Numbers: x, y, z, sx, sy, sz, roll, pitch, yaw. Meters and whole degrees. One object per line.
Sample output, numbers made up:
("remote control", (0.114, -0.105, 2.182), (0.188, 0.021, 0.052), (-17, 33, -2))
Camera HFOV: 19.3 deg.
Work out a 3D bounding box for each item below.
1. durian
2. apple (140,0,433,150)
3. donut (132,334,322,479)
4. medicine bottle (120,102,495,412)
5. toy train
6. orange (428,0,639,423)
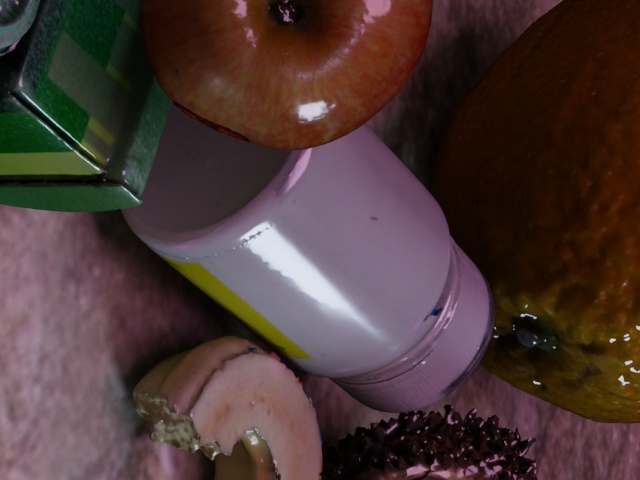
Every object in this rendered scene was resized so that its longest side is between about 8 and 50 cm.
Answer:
("durian", (0.084, 0.195, 1.233), (0.167, 0.196, 0.196), (109, 3, -61))
("apple", (-0.017, -0.117, 0.921), (0.131, 0.146, 0.146), (-66, 152, -84))
("donut", (-0.054, 0.124, 1.153), (0.108, 0.065, 0.166), (-55, 132, -42))
("medicine bottle", (0.000, 0.000, 1.162), (0.258, 0.143, 0.143), (42, 57, -46))
("toy train", (-0.145, -0.171, 0.973), (0.202, 0.120, 0.301), (43, 56, -51))
("orange", (0.243, -0.031, 1.362), (0.357, 0.322, 0.322), (-42, 124, -37))
